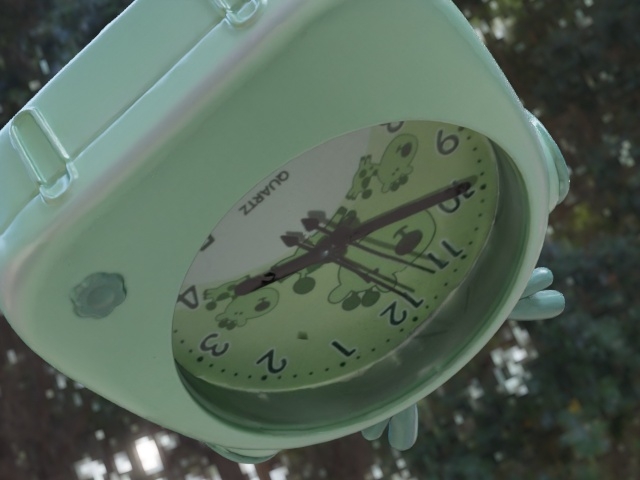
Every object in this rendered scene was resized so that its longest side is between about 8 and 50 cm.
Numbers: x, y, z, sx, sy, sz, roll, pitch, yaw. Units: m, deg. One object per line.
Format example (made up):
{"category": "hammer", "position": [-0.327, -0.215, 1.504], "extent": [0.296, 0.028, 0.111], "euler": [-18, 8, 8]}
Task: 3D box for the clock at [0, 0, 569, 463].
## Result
{"category": "clock", "position": [0.000, 0.000, 0.572], "extent": [0.159, 0.066, 0.211], "euler": [-41, -43, 6]}
